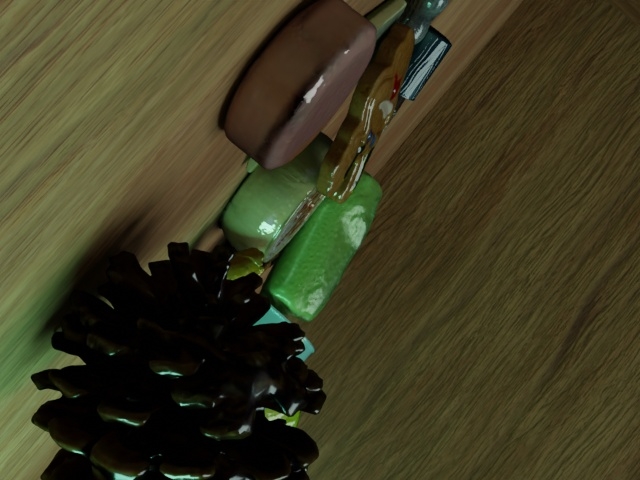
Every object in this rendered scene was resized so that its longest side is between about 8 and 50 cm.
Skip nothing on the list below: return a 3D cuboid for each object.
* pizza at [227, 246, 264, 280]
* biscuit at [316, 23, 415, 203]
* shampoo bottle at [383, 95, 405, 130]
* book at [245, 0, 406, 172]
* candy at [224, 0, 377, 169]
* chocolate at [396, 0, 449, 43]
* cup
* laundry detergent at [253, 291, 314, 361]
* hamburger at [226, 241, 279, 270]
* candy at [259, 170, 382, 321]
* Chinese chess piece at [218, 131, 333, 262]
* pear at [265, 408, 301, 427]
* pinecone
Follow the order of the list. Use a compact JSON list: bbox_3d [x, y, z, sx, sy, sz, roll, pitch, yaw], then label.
[{"bbox_3d":[-0.224,0.140,1.692,0.365,0.182,0.073,-35,-137,14],"label":"pizza"},{"bbox_3d":[0.089,-0.220,1.647,0.333,0.047,0.202,-66,167,-2],"label":"biscuit"},{"bbox_3d":[0.169,-0.347,2.280,0.236,0.067,0.068,-56,-168,40],"label":"shampoo bottle"},{"bbox_3d":[0.015,-0.266,1.580,0.352,0.035,0.239,-47,176,-46],"label":"book"},{"bbox_3d":[-0.026,-0.207,1.246,0.255,0.094,0.255,-50,176,-5],"label":"candy"},{"bbox_3d":[0.186,-0.427,1.735,0.072,0.072,0.167,-46,176,-44],"label":"chocolate"},{"bbox_3d":[0.181,-0.369,1.885,0.138,0.113,0.150,-54,177,19],"label":"cup"},{"bbox_3d":[-0.214,0.251,1.914,0.305,0.287,0.287,-50,176,-12],"label":"laundry detergent"},{"bbox_3d":[-0.110,-0.015,1.983,0.231,0.107,0.231,-45,177,-3],"label":"hamburger"},{"bbox_3d":[0.000,0.000,1.913,0.343,0.142,0.132,-59,-154,-14],"label":"candy"},{"bbox_3d":[-0.069,-0.086,1.737,0.270,0.112,0.270,-51,176,-6],"label":"Chinese chess piece"},{"bbox_3d":[-0.229,0.389,2.220,0.391,0.391,0.391,-50,176,-5],"label":"pear"},{"bbox_3d":[-0.185,0.180,1.239,0.397,0.398,0.398,-50,176,-5],"label":"pinecone"}]
